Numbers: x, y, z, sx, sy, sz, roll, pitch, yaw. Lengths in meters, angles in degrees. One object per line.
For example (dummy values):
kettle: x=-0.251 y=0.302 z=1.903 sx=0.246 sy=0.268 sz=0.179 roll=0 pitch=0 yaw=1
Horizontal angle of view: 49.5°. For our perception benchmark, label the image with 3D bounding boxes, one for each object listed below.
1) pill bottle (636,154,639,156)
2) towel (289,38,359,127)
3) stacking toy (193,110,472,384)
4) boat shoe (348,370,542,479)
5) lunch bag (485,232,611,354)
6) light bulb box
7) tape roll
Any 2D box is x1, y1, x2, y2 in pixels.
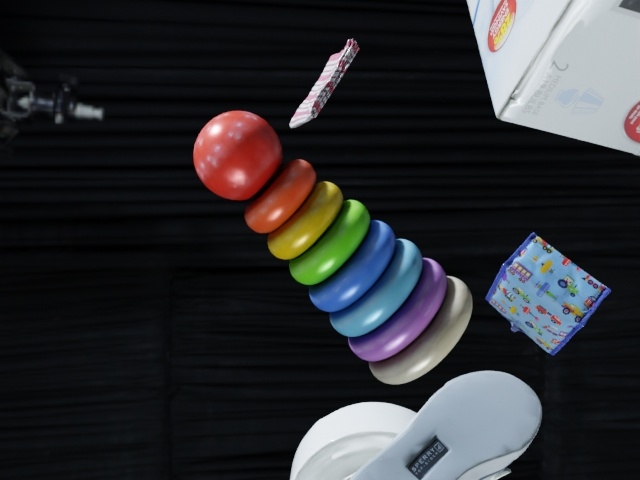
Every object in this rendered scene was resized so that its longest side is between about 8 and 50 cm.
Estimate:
pill bottle: x=0.877 y=-0.231 z=1.682 sx=0.117 sy=0.214 sz=0.117 roll=20 pitch=-90 yaw=-86
towel: x=0.003 y=-0.330 z=1.483 sx=0.197 sy=0.029 sz=0.144 roll=-59 pitch=16 yaw=-12
stacking toy: x=0.000 y=0.000 z=0.725 sx=0.141 sy=0.330 sz=0.141 roll=-45 pitch=12 yaw=13
boat shoe: x=0.152 y=0.313 z=0.926 sx=0.136 sy=0.367 sz=0.157 roll=42 pitch=137 yaw=23
lunch bag: x=0.526 y=0.160 z=1.706 sx=0.221 sy=0.138 sz=0.293 roll=40 pitch=152 yaw=18
light bulb box: x=0.341 y=-0.351 z=0.772 sx=0.358 sy=0.225 sz=0.361 roll=112 pitch=164 yaw=-45
tape roll: x=0.090 y=0.410 z=1.117 sx=0.100 sy=0.285 sz=0.287 roll=-80 pitch=-7 yaw=-77
